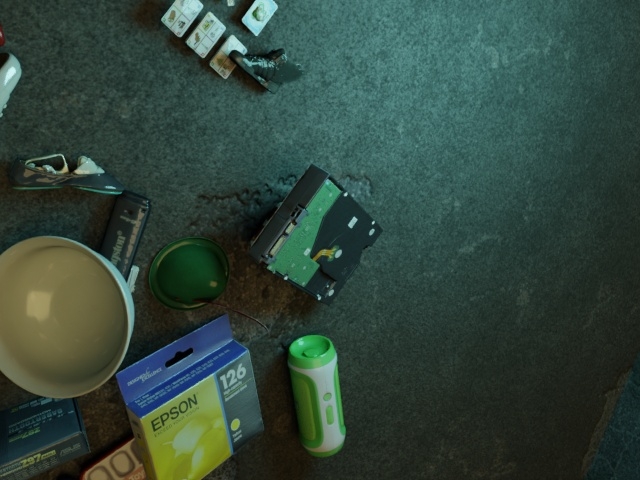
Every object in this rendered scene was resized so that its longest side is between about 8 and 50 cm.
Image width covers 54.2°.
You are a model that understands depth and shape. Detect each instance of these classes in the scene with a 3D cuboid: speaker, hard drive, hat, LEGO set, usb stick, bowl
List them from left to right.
[{"bbox_3d":[-0.473,0.134,1.183,0.297,0.134,0.298,1,95,8],"label":"bowl"},{"bbox_3d":[-0.412,0.038,1.257,0.077,0.045,0.278,22,97,6],"label":"usb stick"},{"bbox_3d":[-0.233,0.099,1.306,0.208,0.183,0.173,-5,110,-28],"label":"hat"},{"bbox_3d":[-0.184,-0.472,1.226,0.244,0.060,0.182,-54,136,-1],"label":"LEGO set"},{"bbox_3d":[-0.008,0.392,1.572,0.131,0.131,0.297,-17,115,-23],"label":"speaker"},{"bbox_3d":[0.000,0.000,1.398,0.237,0.064,0.339,-55,150,-1],"label":"hard drive"}]

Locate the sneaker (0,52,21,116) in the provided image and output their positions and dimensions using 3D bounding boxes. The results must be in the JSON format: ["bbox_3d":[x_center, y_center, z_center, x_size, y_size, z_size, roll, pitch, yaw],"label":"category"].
[{"bbox_3d":[-0.591,-0.185,1.069,0.290,0.106,0.123,-50,140,-1],"label":"sneaker"}]

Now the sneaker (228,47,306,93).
[{"bbox_3d":[-0.107,-0.364,1.280,0.089,0.051,0.170,-52,139,6],"label":"sneaker"}]

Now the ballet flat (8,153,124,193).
[{"bbox_3d":[-0.468,-0.126,1.166,0.203,0.074,0.074,1,107,-27],"label":"ballet flat"}]

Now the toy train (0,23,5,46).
[{"bbox_3d":[-0.564,-0.409,0.963,0.105,0.143,0.248,-14,114,-25],"label":"toy train"}]

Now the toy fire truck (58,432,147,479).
[{"bbox_3d":[-0.458,0.601,1.397,0.302,0.169,0.254,-32,96,-17],"label":"toy fire truck"}]

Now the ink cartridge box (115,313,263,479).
[{"bbox_3d":[-0.270,0.365,1.381,0.303,0.072,0.307,-28,118,-42],"label":"ink cartridge box"}]

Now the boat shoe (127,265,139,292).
[{"bbox_3d":[-0.402,0.099,1.303,0.035,0.035,0.100,10,99,-50],"label":"boat shoe"}]

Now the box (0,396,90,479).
[{"bbox_3d":[-0.583,0.390,1.218,0.232,0.183,0.059,-19,116,-21],"label":"box"}]

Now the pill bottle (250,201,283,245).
[{"bbox_3d":[-0.082,-0.029,1.404,0.086,0.086,0.152,39,87,-33],"label":"pill bottle"}]
